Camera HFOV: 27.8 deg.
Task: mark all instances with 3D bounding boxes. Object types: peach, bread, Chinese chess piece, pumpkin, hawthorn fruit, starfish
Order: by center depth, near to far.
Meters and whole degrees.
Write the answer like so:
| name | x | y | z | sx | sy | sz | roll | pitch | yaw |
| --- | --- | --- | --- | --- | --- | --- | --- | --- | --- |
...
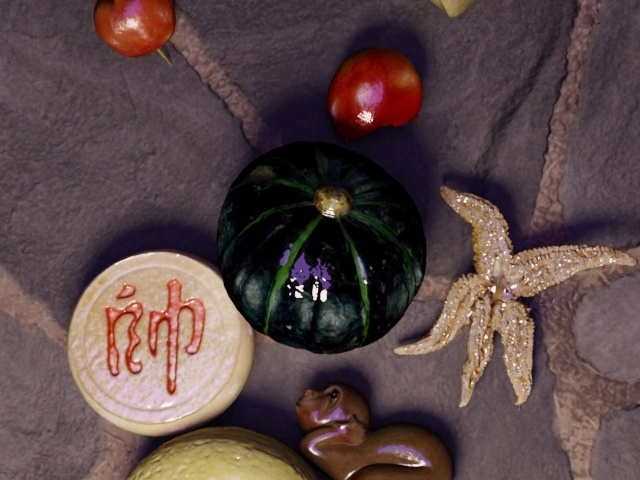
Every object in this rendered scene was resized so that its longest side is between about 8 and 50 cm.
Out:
| name | x | y | z | sx | sy | sz | roll | pitch | yaw |
| --- | --- | --- | --- | --- | --- | --- | --- | --- | --- |
| pumpkin | 0.000 | 0.000 | 1.781 | 0.315 | 0.238 | 0.315 | 7 | 50 | -8 |
| bread | -0.132 | 0.407 | 1.787 | 0.320 | 0.237 | 0.321 | -1 | 85 | 9 |
| Chinese chess piece | -0.228 | 0.146 | 1.857 | 0.270 | 0.112 | 0.270 | -1 | 75 | 2 |
| starfish | 0.265 | 0.106 | 1.879 | 0.301 | 0.084 | 0.294 | 21 | 90 | 6 |
| peach | 0.069 | -0.216 | 1.900 | 0.118 | 0.151 | 0.151 | -5 | 84 | -43 |
| hawthorn fruit | -0.270 | -0.326 | 1.907 | 0.125 | 0.125 | 0.140 | -29 | 84 | -1 |

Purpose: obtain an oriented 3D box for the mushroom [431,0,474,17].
| name | x | y | z | sx | sy | sz | roll | pitch | yaw |
| --- | --- | --- | --- | --- | --- | --- | --- | --- | --- |
| mushroom | 0.151 | -0.505 | 1.879 | 0.292 | 0.212 | 0.217 | 42 | 96 | 11 |

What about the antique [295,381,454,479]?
| name | x | y | z | sx | sy | sz | roll | pitch | yaw |
| --- | --- | --- | --- | --- | --- | --- | --- | --- | --- |
| antique | 0.074 | 0.300 | 1.851 | 0.257 | 0.121 | 0.143 | 33 | 80 | 3 |
